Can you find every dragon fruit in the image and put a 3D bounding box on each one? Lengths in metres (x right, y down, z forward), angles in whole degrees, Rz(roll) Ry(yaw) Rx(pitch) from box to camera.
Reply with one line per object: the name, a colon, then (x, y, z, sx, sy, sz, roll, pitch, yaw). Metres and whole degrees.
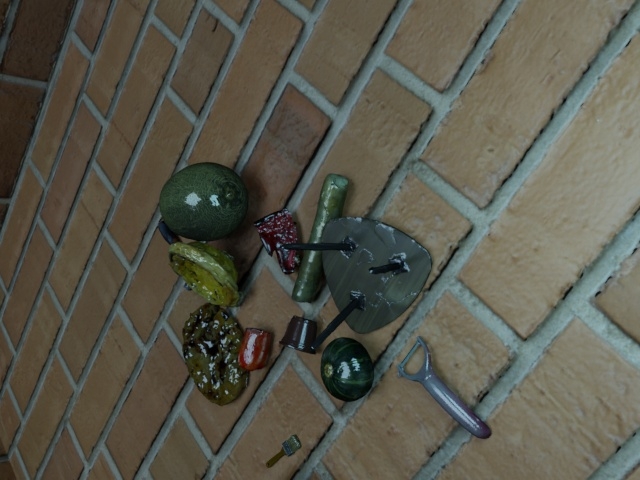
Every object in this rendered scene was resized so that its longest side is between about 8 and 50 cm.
dragon fruit: (-0.106, 0.005, 1.826, 0.092, 0.122, 0.192, -26, 69, 23)

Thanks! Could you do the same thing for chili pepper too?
chili pepper: (-0.206, 0.355, 1.927, 0.086, 0.084, 0.192, 18, 97, 58)

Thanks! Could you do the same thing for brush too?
brush: (-0.114, 0.631, 1.883, 0.170, 0.014, 0.043, -48, 61, 32)

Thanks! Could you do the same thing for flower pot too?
flower pot: (-0.052, 0.262, 1.787, 0.111, 0.111, 0.089, 11, 81, 42)

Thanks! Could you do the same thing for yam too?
yam: (0.000, 0.000, 1.750, 0.083, 0.083, 0.371, 30, 111, 39)

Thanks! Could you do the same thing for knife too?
knife: (0.285, 0.366, 1.504, 0.278, 0.053, 0.123, 47, 124, 34)

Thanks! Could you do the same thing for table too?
table: (0.050, 0.084, 1.545, 0.318, 0.249, 0.317, 6, 101, 32)

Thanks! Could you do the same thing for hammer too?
hammer: (-0.493, 0.027, 2.224, 0.289, 0.037, 0.137, 51, 121, 30)

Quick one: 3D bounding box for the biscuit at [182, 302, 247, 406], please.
biscuit: (-0.352, 0.366, 2.062, 0.289, 0.081, 0.334, -45, 62, 33)

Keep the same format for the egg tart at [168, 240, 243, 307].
egg tart: (-0.345, 0.094, 1.997, 0.291, 0.290, 0.107, 6, 50, 42)

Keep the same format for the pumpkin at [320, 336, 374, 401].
pumpkin: (0.070, 0.335, 1.647, 0.167, 0.125, 0.167, -31, 51, 49)

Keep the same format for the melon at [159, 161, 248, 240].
melon: (-0.365, -0.116, 1.972, 0.329, 0.249, 0.248, -6, 85, 50)
